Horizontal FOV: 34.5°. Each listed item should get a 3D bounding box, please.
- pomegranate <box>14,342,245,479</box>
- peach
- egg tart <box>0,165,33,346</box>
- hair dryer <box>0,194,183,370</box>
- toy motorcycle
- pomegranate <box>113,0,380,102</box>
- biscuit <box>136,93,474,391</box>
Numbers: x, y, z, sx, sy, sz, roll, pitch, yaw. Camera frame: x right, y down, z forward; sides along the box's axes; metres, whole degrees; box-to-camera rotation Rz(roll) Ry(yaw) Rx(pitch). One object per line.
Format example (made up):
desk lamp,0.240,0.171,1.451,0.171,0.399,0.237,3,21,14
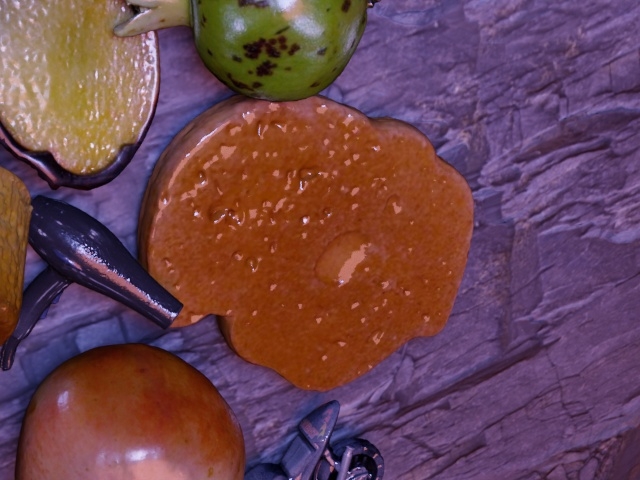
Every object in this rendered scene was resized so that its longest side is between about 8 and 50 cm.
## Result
pomegranate,-0.210,0.248,1.129,0.252,0.270,0.229,26,109,-27
peach,-0.251,-0.189,1.000,0.189,0.068,0.279,4,92,-41
egg tart,-0.367,0.025,0.965,0.202,0.147,0.202,-12,151,-7
hair dryer,-0.279,0.077,1.120,0.195,0.075,0.219,39,113,-8
toy motorcycle,-0.055,0.355,1.365,0.307,0.108,0.173,-43,120,-5
pomegranate,-0.070,-0.240,1.009,0.263,0.211,0.211,1,116,-2
biscuit,0.000,0.000,1.232,0.455,0.078,0.350,31,101,-34
